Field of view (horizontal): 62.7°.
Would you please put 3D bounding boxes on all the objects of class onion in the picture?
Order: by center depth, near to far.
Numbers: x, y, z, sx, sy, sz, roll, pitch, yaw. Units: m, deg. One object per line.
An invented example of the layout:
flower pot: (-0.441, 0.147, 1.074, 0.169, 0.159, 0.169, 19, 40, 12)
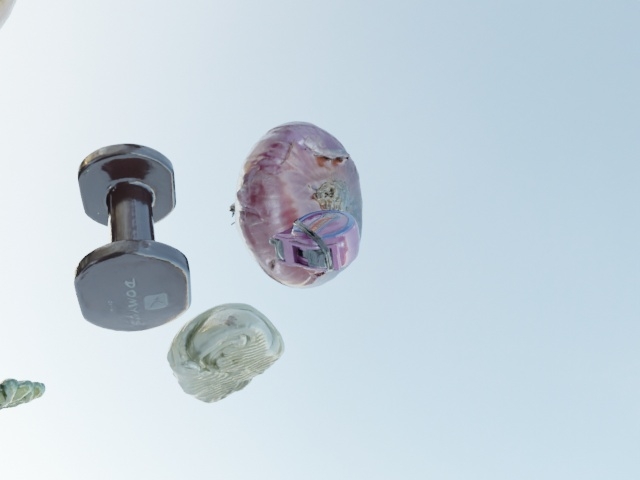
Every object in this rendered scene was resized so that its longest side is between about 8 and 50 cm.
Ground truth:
onion: (-0.066, -0.071, 1.114, 0.286, 0.347, 0.347, -3, -58, 32)

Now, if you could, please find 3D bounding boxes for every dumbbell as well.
dumbbell: (-0.236, -0.008, 0.656, 0.124, 0.225, 0.140, -6, -42, -17)

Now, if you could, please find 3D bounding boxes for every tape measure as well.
tape measure: (0.000, 0.000, 0.847, 0.125, 0.118, 0.074, 18, -53, 35)

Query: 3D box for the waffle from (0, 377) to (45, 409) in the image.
waffle: (-0.754, 0.335, 1.080, 0.309, 0.056, 0.292, -10, -15, -2)

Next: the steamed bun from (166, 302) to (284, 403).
steamed bun: (-0.292, 0.299, 1.529, 0.219, 0.310, 0.324, 55, 0, 35)

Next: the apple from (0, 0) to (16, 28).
apple: (-0.397, -0.251, 0.316, 0.392, 0.391, 0.346, -6, -72, 35)
